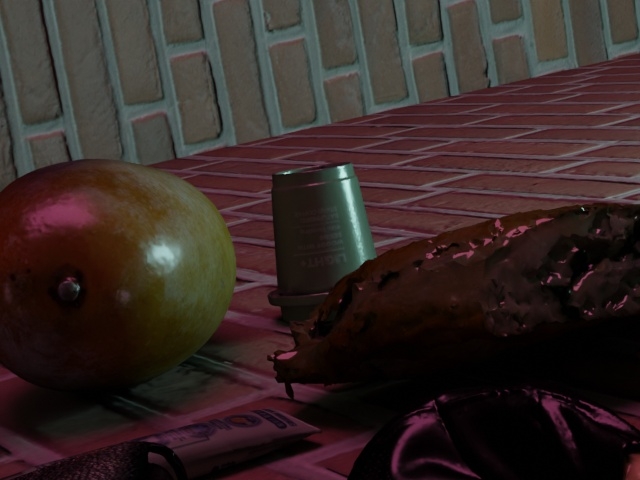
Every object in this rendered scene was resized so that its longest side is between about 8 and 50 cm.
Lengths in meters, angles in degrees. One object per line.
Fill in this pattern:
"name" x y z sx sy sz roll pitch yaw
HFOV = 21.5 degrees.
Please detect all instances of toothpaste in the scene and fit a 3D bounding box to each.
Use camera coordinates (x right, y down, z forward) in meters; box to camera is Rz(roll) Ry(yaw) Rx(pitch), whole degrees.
"toothpaste" -0.111 0.149 1.134 0.239 0.039 0.062 -13 14 -31

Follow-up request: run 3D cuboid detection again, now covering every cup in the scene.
"cup" 0.000 0.000 1.589 0.120 0.141 0.120 -11 8 2

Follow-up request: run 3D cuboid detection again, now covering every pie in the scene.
"pie" 0.140 0.040 1.248 0.355 0.103 0.288 -10 -4 -18

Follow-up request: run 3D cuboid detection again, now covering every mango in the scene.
"mango" -0.186 0.023 1.456 0.222 0.198 0.384 -8 9 4

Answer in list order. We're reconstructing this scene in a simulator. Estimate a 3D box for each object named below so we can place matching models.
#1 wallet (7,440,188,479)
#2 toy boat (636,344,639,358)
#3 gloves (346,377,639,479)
"wallet" -0.203 0.186 0.939 0.262 0.071 0.221 -17 11 -1
"toy boat" 0.273 0.074 1.070 0.057 0.077 0.200 -12 10 -21
"gloves" 0.091 0.141 0.767 0.164 0.124 0.203 -30 31 4
